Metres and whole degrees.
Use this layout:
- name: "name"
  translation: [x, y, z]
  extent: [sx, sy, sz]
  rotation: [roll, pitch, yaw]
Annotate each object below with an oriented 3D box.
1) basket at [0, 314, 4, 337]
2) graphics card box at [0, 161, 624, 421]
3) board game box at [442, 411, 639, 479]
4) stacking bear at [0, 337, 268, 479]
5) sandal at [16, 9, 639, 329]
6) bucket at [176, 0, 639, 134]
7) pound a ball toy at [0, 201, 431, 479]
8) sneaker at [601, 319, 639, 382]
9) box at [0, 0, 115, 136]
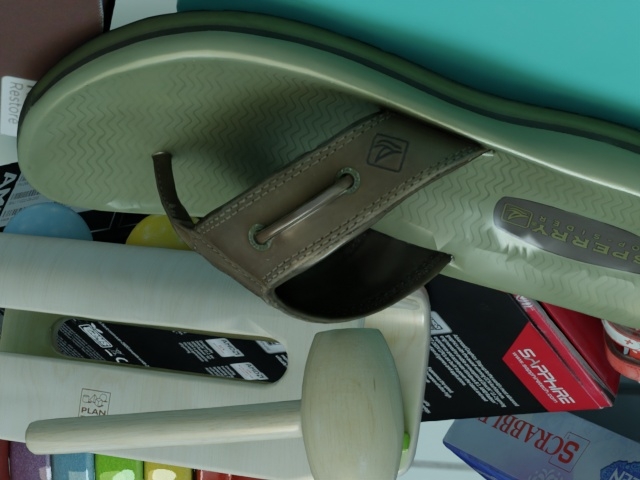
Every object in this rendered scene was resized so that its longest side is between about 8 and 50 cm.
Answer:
- name: "basket"
  translation: [-0.341, 0.113, 1.287]
  extent: [0.167, 0.113, 0.103]
  rotation: [8, 148, 16]
- name: "graphics card box"
  translation: [-0.023, 0.026, 0.986]
  extent: [0.371, 0.094, 0.233]
  rotation: [-11, 138, 34]
- name: "board game box"
  translation: [0.284, 0.239, 1.092]
  extent: [0.318, 0.066, 0.319]
  rotation: [40, 170, -30]
- name: "stacking bear"
  translation: [-0.120, 0.160, 1.214]
  extent: [0.289, 0.164, 0.175]
  rotation: [2, 154, 4]
- name: "sandal"
  translation: [0.018, -0.012, 0.619]
  extent: [0.303, 0.086, 0.120]
  rotation: [13, 147, 9]
- name: "bucket"
  translation: [0.077, -0.127, 0.670]
  extent: [0.281, 0.183, 0.281]
  rotation: [13, 147, 8]
- name: "pound a ball toy"
  translation: [-0.079, 0.047, 0.812]
  extent: [0.319, 0.135, 0.208]
  rotation: [5, 174, 22]
- name: "sneaker"
  translation: [0.170, 0.018, 0.854]
  extent: [0.270, 0.090, 0.145]
  rotation: [8, 135, -21]
- name: "box"
  translation: [-0.159, -0.179, 0.665]
  extent: [0.167, 0.203, 0.168]
  rotation: [11, 145, -7]
